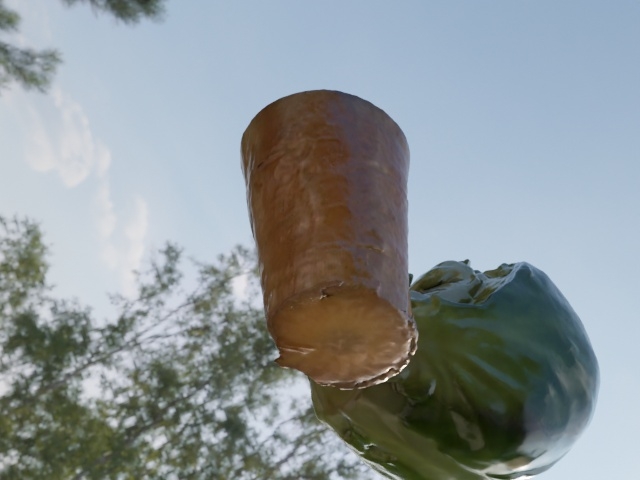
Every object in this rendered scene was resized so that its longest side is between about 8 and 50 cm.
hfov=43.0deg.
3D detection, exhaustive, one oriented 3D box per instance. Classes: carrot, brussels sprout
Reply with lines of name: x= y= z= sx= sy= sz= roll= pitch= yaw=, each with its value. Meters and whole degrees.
carrot: x=0.000 y=0.000 z=0.812 sx=0.196 sy=0.196 sz=0.254 roll=109 pitch=-13 yaw=-46
brussels sprout: x=0.177 y=0.174 z=1.040 sx=0.276 sy=0.372 sz=0.314 roll=-31 pitch=-112 yaw=58
